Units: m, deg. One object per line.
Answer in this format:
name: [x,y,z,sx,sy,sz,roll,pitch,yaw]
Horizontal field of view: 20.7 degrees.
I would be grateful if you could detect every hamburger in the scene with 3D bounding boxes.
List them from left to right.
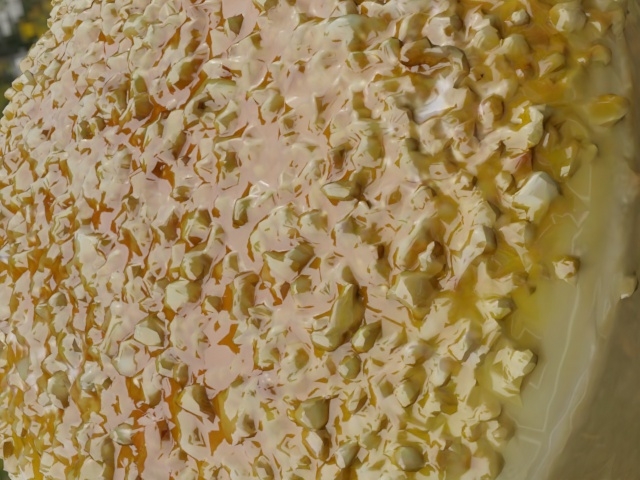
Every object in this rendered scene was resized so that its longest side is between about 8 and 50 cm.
hamburger: [0.000,0.000,0.585,0.302,0.170,0.302,-26,56,46]
